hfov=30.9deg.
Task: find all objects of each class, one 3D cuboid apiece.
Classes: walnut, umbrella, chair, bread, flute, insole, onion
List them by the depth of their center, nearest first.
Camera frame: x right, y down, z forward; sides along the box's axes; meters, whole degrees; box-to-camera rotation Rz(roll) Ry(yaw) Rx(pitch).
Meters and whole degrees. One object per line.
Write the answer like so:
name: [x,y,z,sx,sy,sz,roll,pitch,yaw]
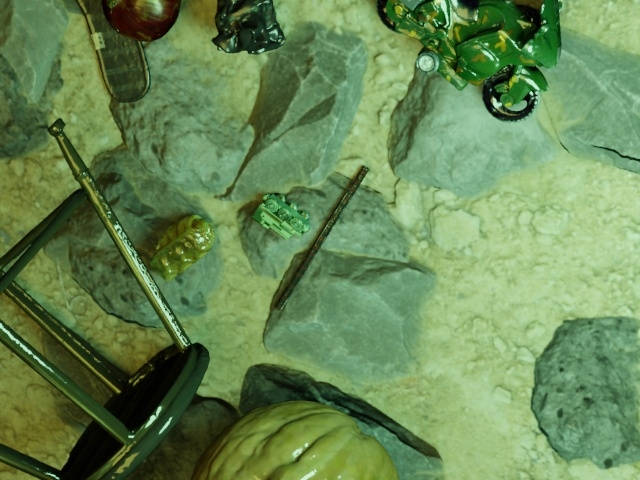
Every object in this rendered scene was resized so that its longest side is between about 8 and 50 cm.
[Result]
umbrella: [-0.112,-0.386,1.551,0.110,0.122,0.272,-13,104,-26]
onion: [-0.246,-0.330,1.601,0.118,0.118,0.117,44,136,-2]
chair: [-0.403,0.143,1.670,0.410,0.364,0.362,45,129,-14]
insole: [-0.318,-0.349,1.670,0.110,0.012,0.309,-9,105,17]
walnut: [-0.047,0.395,1.684,0.333,0.333,0.332,5,109,14]
flute: [0.000,0.000,1.696,0.014,0.014,0.269,33,113,3]
bread: [-0.206,0.006,1.732,0.110,0.060,0.066,-37,67,24]

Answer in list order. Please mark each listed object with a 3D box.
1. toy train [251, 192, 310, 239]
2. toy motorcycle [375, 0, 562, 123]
toy train: [-0.056,-0.032,1.691,0.083,0.033,0.053,38,119,1]
toy motorcycle: [0.200,-0.287,1.486,0.275,0.125,0.187,38,123,1]
